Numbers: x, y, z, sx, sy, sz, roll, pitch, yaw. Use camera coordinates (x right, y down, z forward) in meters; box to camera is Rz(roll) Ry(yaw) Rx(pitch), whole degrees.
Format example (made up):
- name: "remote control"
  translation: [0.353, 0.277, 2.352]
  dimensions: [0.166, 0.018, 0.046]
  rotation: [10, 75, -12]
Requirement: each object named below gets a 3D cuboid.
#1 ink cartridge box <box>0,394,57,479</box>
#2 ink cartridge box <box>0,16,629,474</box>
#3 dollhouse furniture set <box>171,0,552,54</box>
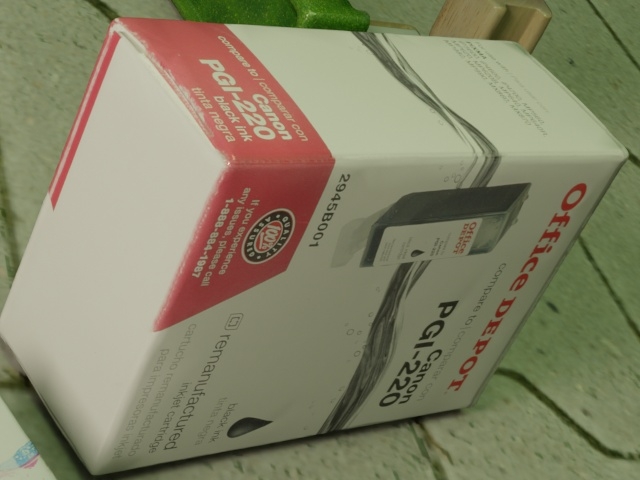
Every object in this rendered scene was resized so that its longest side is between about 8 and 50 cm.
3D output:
- name: "ink cartridge box"
  translation: [-0.135, 0.091, 0.468]
  dimensions: [0.088, 0.052, 0.122]
  rotation: [-7, 47, -44]
- name: "ink cartridge box"
  translation: [0.000, 0.000, 0.602]
  dimensions: [0.218, 0.159, 0.092]
  rotation: [-5, 43, -42]
- name: "dollhouse furniture set"
  translation: [0.069, -0.212, 0.825]
  dimensions: [0.197, 0.301, 0.151]
  rotation: [1, 43, -32]
